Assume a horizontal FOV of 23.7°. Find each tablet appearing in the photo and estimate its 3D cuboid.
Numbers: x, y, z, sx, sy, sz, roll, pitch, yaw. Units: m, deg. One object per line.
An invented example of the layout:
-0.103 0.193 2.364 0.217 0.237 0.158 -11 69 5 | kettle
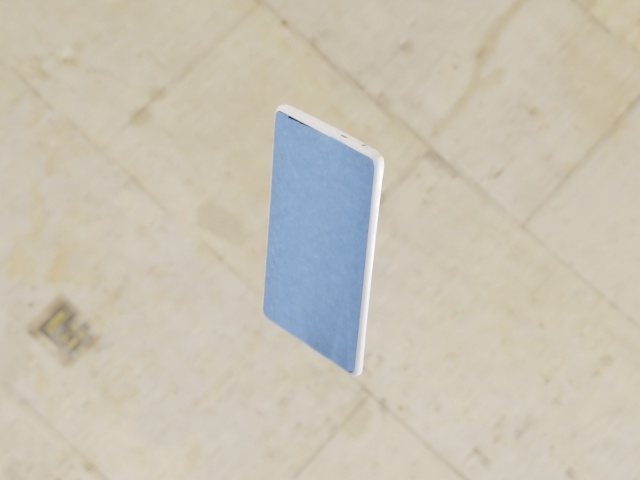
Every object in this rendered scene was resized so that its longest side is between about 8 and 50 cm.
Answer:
0.000 0.000 0.519 0.054 0.006 0.083 31 -53 42 | tablet
